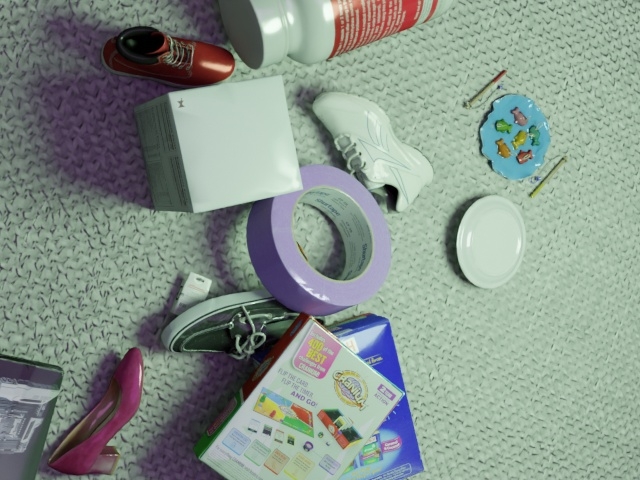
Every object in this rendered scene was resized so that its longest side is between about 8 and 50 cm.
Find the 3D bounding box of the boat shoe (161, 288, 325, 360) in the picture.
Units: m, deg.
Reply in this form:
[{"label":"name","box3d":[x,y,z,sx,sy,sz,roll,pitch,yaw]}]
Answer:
[{"label":"boat shoe","box3d":[-0.136,0.167,1.724,0.306,0.113,0.105,-10,51,-29]}]

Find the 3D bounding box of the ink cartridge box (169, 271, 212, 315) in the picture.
[{"label":"ink cartridge box","box3d":[-0.240,0.103,1.732,0.048,0.028,0.083,25,83,-23]}]

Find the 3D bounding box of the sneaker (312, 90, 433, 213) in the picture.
[{"label":"sneaker","box3d":[0.095,-0.172,1.811,0.297,0.111,0.129,40,62,-18]}]

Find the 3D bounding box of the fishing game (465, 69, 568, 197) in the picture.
[{"label":"fishing game","box3d":[0.424,-0.223,2.005,0.189,0.041,0.264,-42,107,-19]}]

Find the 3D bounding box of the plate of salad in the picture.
[{"label":"plate of salad","box3d":[0.358,0.003,1.982,0.200,0.048,0.199,-4,97,-34]}]

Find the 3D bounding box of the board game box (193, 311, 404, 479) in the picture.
[{"label":"board game box","box3d":[-0.036,0.326,1.686,0.242,0.064,0.316,41,83,-16]}]

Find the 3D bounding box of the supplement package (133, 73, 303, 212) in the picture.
[{"label":"supplement package","box3d":[-0.184,-0.162,1.617,0.199,0.263,0.198,-14,97,-22]}]

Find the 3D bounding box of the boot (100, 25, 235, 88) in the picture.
[{"label":"boot","box3d":[-0.246,-0.322,1.632,0.244,0.176,0.088,1,90,-25]}]

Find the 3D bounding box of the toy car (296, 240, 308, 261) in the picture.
[{"label":"toy car","box3d":[-0.069,0.060,1.812,0.122,0.060,0.040,-50,155,3]}]

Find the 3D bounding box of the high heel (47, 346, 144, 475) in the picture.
[{"label":"high heel","box3d":[-0.393,0.298,1.646,0.117,0.082,0.244,16,99,-33]}]

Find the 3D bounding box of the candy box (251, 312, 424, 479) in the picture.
[{"label":"candy box","box3d":[0.033,0.330,1.811,0.268,0.122,0.317,-16,99,-20]}]

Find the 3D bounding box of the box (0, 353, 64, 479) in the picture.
[{"label":"box","box3d":[-0.591,0.337,1.561,0.243,0.076,0.307,17,85,-24]}]

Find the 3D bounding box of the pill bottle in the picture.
[{"label":"pill bottle","box3d":[0.030,-0.461,1.717,0.408,0.229,0.229,-25,102,-21]}]

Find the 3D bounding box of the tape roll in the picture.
[{"label":"tape roll","box3d":[0.000,0.000,1.746,0.275,0.090,0.274,15,63,-32]}]
